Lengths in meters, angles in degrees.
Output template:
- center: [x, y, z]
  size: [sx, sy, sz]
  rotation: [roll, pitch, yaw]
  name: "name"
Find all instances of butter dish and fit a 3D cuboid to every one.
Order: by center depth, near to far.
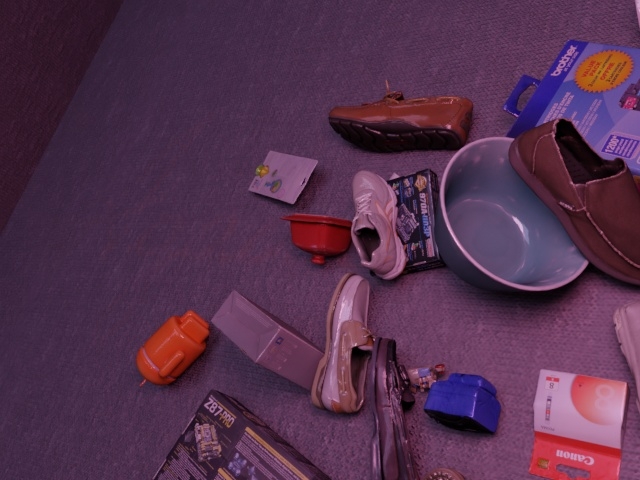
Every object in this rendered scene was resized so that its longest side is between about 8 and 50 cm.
- center: [0.000, 0.000, 1.498]
  size: [0.160, 0.160, 0.118]
  rotation: [5, 88, 39]
  name: "butter dish"

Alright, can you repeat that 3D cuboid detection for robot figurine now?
- center: [-0.386, 0.284, 1.591]
  size: [0.219, 0.128, 0.158]
  rotation: [-45, 57, 2]
  name: "robot figurine"

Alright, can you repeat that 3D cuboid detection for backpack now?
- center: [0.261, 0.301, 1.137]
  size: [0.120, 0.098, 0.101]
  rotation: [-11, 47, 46]
  name: "backpack"

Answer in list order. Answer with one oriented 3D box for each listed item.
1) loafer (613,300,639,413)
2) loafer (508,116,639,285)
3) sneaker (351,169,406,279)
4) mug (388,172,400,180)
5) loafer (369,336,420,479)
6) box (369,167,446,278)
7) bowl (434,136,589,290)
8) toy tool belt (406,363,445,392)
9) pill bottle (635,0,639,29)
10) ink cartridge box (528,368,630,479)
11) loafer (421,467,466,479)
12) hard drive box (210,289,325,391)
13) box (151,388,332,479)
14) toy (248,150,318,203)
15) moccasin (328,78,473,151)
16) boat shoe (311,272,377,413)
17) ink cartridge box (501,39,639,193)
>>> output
- center: [0.555, 0.231, 0.956]
  size: [0.111, 0.112, 0.319]
  rotation: [-25, 49, 32]
  name: "loafer"
- center: [0.491, -0.071, 1.076]
  size: [0.366, 0.130, 0.134]
  rotation: [45, 64, 8]
  name: "loafer"
- center: [0.111, -0.049, 1.342]
  size: [0.099, 0.121, 0.262]
  rotation: [-27, 63, 27]
  name: "sneaker"
- center: [0.182, -0.120, 1.481]
  size: [0.064, 0.062, 0.078]
  rotation: [-48, 13, 11]
  name: "mug"
- center: [0.151, 0.339, 1.197]
  size: [0.095, 0.109, 0.302]
  rotation: [-5, 66, 18]
  name: "loafer"
- center: [0.189, -0.036, 1.393]
  size: [0.175, 0.051, 0.220]
  rotation: [-16, 68, 31]
  name: "box"
- center: [0.346, -0.026, 1.184]
  size: [0.311, 0.163, 0.311]
  rotation: [5, 66, -11]
  name: "bowl"
- center: [0.214, 0.277, 1.223]
  size: [0.083, 0.052, 0.051]
  rotation: [-14, 86, 32]
  name: "toy tool belt"
- center: [0.798, -0.492, 1.193]
  size: [0.323, 0.181, 0.181]
  rotation: [-9, 58, 31]
  name: "pill bottle"
- center: [0.432, 0.317, 1.037]
  size: [0.145, 0.045, 0.179]
  rotation: [2, 61, 37]
  name: "ink cartridge box"
- center: [0.174, 0.504, 1.075]
  size: [0.268, 0.092, 0.102]
  rotation: [-52, 53, 18]
  name: "loafer"
- center: [-0.098, 0.225, 1.346]
  size: [0.181, 0.232, 0.089]
  rotation: [31, 83, 44]
  name: "hard drive box"
- center: [-0.188, 0.549, 1.300]
  size: [0.395, 0.097, 0.318]
  rotation: [23, 79, 42]
  name: "box"
- center: [-0.098, -0.172, 1.722]
  size: [0.237, 0.056, 0.137]
  rotation: [21, 80, 47]
  name: "toy"
- center: [0.194, -0.314, 1.545]
  size: [0.380, 0.139, 0.147]
  rotation: [4, 64, 37]
  name: "moccasin"
- center: [0.071, 0.220, 1.320]
  size: [0.103, 0.113, 0.302]
  rotation: [3, 75, 35]
  name: "boat shoe"
- center: [0.567, -0.241, 1.227]
  size: [0.395, 0.151, 0.270]
  rotation: [26, 79, 44]
  name: "ink cartridge box"
